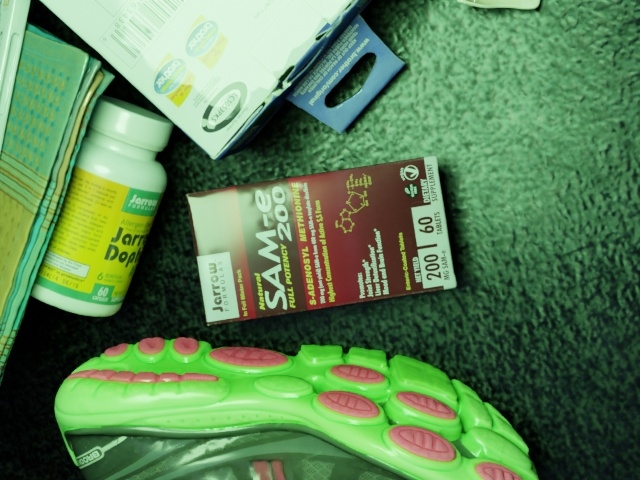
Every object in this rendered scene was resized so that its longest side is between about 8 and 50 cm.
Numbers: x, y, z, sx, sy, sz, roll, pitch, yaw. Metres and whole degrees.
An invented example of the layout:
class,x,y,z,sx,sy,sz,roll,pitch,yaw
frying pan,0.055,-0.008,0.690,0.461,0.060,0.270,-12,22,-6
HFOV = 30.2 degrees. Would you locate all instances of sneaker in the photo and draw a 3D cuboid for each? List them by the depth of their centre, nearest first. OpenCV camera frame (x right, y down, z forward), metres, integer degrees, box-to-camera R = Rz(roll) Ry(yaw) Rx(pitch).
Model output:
class,x,y,z,sx,sy,sz,roll,pitch,yaw
sneaker,-0.023,0.219,1.163,0.483,0.185,0.202,7,113,19

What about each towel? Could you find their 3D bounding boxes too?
class,x,y,z,sx,sy,sz,roll,pitch,yaw
towel,-0.342,-0.047,1.226,0.271,0.040,0.370,33,105,46

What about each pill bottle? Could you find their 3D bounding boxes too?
class,x,y,z,sx,sy,sz,roll,pitch,yaw
pill bottle,-0.226,-0.038,1.213,0.117,0.117,0.208,24,98,13

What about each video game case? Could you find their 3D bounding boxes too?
class,x,y,z,sx,sy,sz,roll,pitch,yaw
video game case,-0.371,-0.176,1.239,0.190,0.022,0.173,11,89,47

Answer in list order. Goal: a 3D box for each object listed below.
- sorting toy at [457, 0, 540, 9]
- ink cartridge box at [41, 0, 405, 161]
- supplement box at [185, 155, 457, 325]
class,x,y,z,sx,sy,sz,roll,pitch,yaw
sorting toy,0.178,-0.255,1.129,0.075,0.045,0.083,19,97,7
ink cartridge box,-0.101,-0.264,1.129,0.395,0.151,0.270,43,103,0
supplement box,0.000,0.000,1.139,0.239,0.073,0.130,-9,90,-2
